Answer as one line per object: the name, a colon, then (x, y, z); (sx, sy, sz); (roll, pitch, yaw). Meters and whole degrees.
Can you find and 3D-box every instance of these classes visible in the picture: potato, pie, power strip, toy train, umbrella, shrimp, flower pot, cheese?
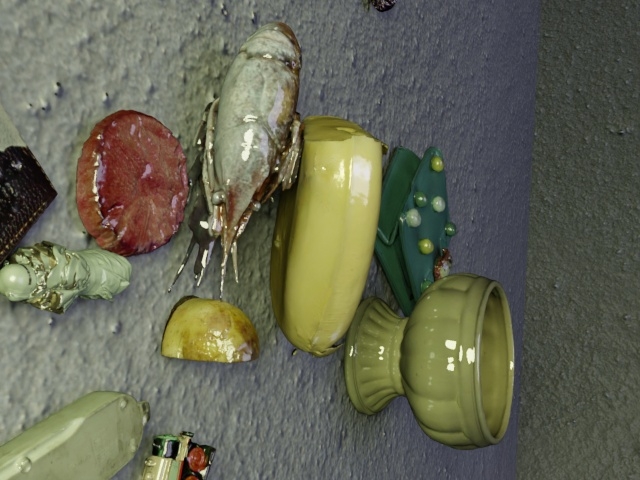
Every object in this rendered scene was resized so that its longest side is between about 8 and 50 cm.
potato: (-0.112, 0.099, 0.769); (0.096, 0.103, 0.067); (-9, 100, -63)
pie: (-0.189, -0.058, 0.698); (0.154, 0.036, 0.155); (4, 85, -62)
power strip: (-0.246, 0.204, 0.567); (0.286, 0.048, 0.080); (-32, 119, -59)
toy train: (-0.171, 0.320, 0.702); (0.085, 0.053, 0.250); (38, 56, -49)
umbrella: (-0.225, 0.032, 0.602); (0.067, 0.062, 0.143); (55, 15, 10)
shrimp: (-0.093, -0.094, 0.800); (0.116, 0.145, 0.343); (19, 78, -18)
flower pot: (0.192, 0.201, 1.196); (0.307, 0.244, 0.308); (3, 86, -64)
cheese: (0.000, 0.000, 0.884); (0.259, 0.128, 0.316); (-92, -173, -70)

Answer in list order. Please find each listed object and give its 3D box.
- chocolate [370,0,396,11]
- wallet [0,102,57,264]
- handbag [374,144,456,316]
chocolate: (0.082, -0.471, 1.221); (0.147, 0.070, 0.072); (31, 72, -47)
wallet: (-0.301, -0.040, 0.459); (0.262, 0.071, 0.221); (-68, 144, -48)
handbag: (0.201, -0.026, 1.371); (0.269, 0.100, 0.274); (-63, 140, -44)
